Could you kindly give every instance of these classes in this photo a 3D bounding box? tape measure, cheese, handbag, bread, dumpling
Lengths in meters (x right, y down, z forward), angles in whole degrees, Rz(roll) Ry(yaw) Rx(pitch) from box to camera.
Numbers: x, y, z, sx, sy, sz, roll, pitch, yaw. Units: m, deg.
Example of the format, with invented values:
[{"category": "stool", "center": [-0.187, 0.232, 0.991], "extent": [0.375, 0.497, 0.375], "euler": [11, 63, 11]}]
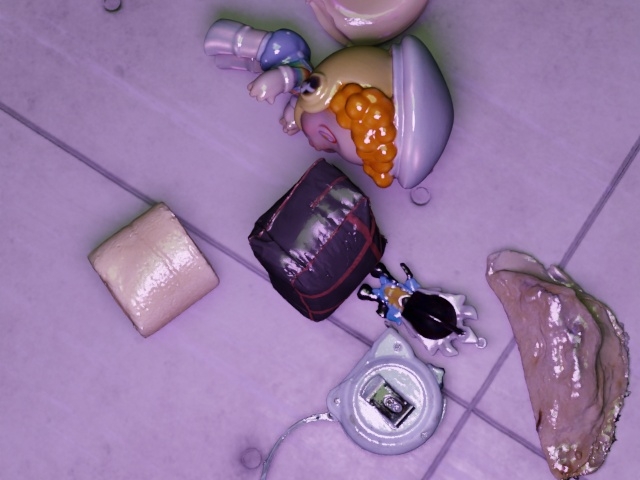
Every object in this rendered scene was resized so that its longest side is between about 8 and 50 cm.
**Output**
[{"category": "tape measure", "center": [0.038, 0.280, 1.915], "extent": [0.164, 0.084, 0.330], "euler": [38, 83, 15]}, {"category": "cheese", "center": [0.115, -0.405, 2.039], "extent": [0.286, 0.082, 0.163], "euler": [-42, 79, -6]}, {"category": "handbag", "center": [0.000, 0.000, 1.907], "extent": [0.169, 0.215, 0.155], "euler": [-45, 71, -7]}, {"category": "bread", "center": [-0.234, 0.040, 1.959], "extent": [0.141, 0.134, 0.148], "euler": [-37, 65, -3]}, {"category": "dumpling", "center": [0.346, 0.154, 1.913], "extent": [0.166, 0.086, 0.332], "euler": [-19, 83, 4]}]

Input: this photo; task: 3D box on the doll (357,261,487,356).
[{"category": "doll", "center": [0.146, 0.100, 1.947], "extent": [0.195, 0.070, 0.096], "euler": [30, 91, 19]}]

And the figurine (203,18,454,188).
[{"category": "figurine", "center": [0.013, -0.228, 1.941], "extent": [0.382, 0.224, 0.205], "euler": [30, 80, 10]}]
